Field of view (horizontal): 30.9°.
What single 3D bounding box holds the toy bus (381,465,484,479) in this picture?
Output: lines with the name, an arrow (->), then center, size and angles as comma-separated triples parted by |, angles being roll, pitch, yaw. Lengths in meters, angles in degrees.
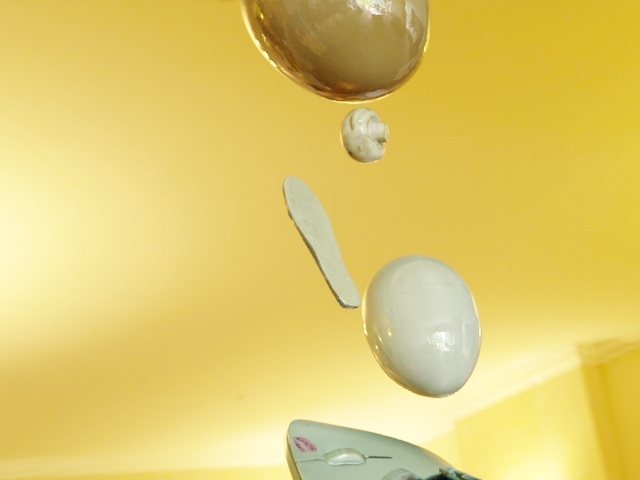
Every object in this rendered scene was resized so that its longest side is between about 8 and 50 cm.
toy bus -> 0.044, 0.297, 0.979 | 0.256, 0.147, 0.128 | -16, 10, -25

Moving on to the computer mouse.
computer mouse -> 0.087, 0.268, 1.230 | 0.097, 0.159, 0.288 | -42, -50, 16

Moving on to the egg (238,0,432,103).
egg -> 0.028, -0.394, 1.926 | 0.301, 0.374, 0.301 | -34, -25, -19

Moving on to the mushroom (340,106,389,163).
mushroom -> 0.066, -0.152, 1.678 | 0.067, 0.083, 0.083 | -7, -19, 23

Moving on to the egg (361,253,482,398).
egg -> 0.133, 0.111, 1.494 | 0.151, 0.209, 0.151 | -11, -43, -10

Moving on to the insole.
insole -> 0.000, 0.000, 1.415 | 0.063, 0.192, 0.010 | -1, -33, -48
